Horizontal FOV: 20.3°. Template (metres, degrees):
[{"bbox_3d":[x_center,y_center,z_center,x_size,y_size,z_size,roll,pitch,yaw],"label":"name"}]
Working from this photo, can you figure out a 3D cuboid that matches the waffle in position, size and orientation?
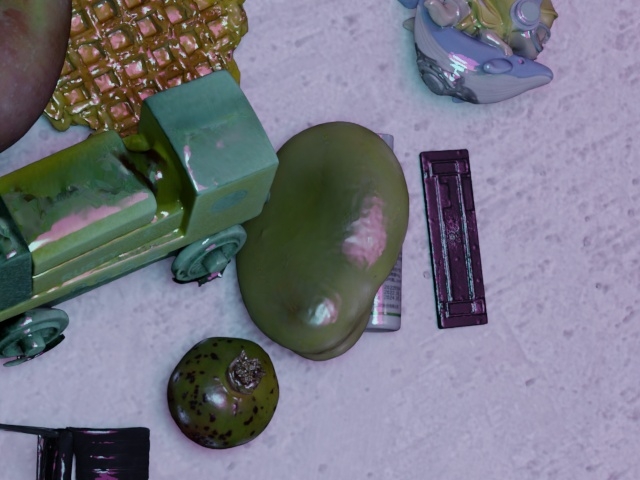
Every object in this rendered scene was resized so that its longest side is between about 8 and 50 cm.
[{"bbox_3d":[-0.203,-0.216,1.948,0.254,0.052,0.245,15,81,-15],"label":"waffle"}]

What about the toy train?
[{"bbox_3d":[-0.224,-0.022,1.804,0.397,0.253,0.160,-23,73,-19],"label":"toy train"}]

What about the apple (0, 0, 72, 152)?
[{"bbox_3d":[-0.388,-0.219,1.781,0.305,0.235,0.306,0,86,1],"label":"apple"}]

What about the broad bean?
[{"bbox_3d":[0.000,0.000,1.940,0.189,0.121,0.263,10,74,24],"label":"broad bean"}]

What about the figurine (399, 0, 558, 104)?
[{"bbox_3d":[0.178,-0.241,2.030,0.208,0.128,0.184,38,73,-5],"label":"figurine"}]

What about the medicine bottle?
[{"bbox_3d":[0.047,-0.009,2.000,0.092,0.061,0.221,1,82,3],"label":"medicine bottle"}]

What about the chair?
[{"bbox_3d":[-0.271,0.251,1.830,0.221,0.145,0.140,4,84,-17],"label":"chair"}]

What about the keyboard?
[{"bbox_3d":[0.153,-0.003,2.052,0.061,0.013,0.204,-5,85,-18],"label":"keyboard"}]

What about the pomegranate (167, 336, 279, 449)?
[{"bbox_3d":[-0.105,0.158,1.900,0.130,0.130,0.130,2,84,-17],"label":"pomegranate"}]
